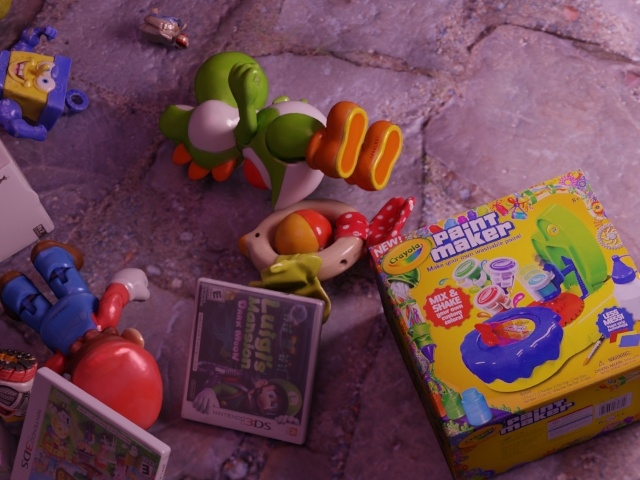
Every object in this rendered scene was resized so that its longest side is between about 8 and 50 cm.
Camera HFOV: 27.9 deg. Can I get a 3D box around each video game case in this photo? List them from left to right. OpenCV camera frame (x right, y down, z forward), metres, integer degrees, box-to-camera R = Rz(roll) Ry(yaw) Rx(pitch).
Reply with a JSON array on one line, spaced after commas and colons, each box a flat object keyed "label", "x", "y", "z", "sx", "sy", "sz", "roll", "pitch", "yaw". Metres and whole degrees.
[{"label": "video game case", "x": -0.294, "y": 0.290, "z": 1.611, "sx": 0.212, "sy": 0.193, "sz": 0.023, "roll": 28, "pitch": 24, "yaw": 24}, {"label": "video game case", "x": -0.089, "y": 0.155, "z": 1.666, "sx": 0.173, "sy": 0.022, "sz": 0.190, "roll": 10, "pitch": 98, "yaw": 16}]

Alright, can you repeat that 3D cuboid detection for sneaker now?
[{"label": "sneaker", "x": -0.463, "y": 0.188, "z": 1.722, "sx": 0.225, "sy": 0.088, "sz": 0.092, "roll": 11, "pitch": 104, "yaw": 45}]

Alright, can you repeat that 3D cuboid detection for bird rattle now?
[{"label": "bird rattle", "x": 0.000, "y": 0.000, "z": 1.747, "sx": 0.253, "sy": 0.143, "sz": 0.207, "roll": -39, "pitch": 44, "yaw": -16}]

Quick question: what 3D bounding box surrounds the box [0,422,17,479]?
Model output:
[{"label": "box", "x": -0.563, "y": 0.315, "z": 1.698, "sx": 0.324, "sy": 0.063, "sz": 0.067, "roll": -13, "pitch": 58, "yaw": 3}]

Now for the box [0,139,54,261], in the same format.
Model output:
[{"label": "box", "x": -0.506, "y": -0.054, "z": 1.835, "sx": 0.182, "sy": 0.181, "sz": 0.119, "roll": -33, "pitch": 59, "yaw": -9}]

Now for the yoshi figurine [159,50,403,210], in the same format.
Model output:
[{"label": "yoshi figurine", "x": -0.068, "y": -0.183, "z": 1.823, "sx": 0.362, "sy": 0.203, "sz": 0.203, "roll": 12, "pitch": 37, "yaw": 34}]

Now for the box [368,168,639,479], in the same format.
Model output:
[{"label": "box", "x": 0.248, "y": 0.110, "z": 1.601, "sx": 0.290, "sy": 0.177, "sz": 0.279, "roll": -21, "pitch": 57, "yaw": -2}]

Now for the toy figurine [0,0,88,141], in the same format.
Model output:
[{"label": "toy figurine", "x": -0.469, "y": -0.248, "z": 2.000, "sx": 0.217, "sy": 0.191, "sz": 0.362, "roll": 14, "pitch": 51, "yaw": -16}]

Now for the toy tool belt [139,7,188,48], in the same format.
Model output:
[{"label": "toy tool belt", "x": -0.240, "y": -0.338, "z": 2.029, "sx": 0.083, "sy": 0.052, "sz": 0.051, "roll": 16, "pitch": 73, "yaw": 18}]

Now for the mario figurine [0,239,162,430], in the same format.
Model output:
[{"label": "mario figurine", "x": -0.308, "y": 0.150, "z": 1.738, "sx": 0.170, "sy": 0.198, "sz": 0.320, "roll": 0, "pitch": 36, "yaw": -42}]
